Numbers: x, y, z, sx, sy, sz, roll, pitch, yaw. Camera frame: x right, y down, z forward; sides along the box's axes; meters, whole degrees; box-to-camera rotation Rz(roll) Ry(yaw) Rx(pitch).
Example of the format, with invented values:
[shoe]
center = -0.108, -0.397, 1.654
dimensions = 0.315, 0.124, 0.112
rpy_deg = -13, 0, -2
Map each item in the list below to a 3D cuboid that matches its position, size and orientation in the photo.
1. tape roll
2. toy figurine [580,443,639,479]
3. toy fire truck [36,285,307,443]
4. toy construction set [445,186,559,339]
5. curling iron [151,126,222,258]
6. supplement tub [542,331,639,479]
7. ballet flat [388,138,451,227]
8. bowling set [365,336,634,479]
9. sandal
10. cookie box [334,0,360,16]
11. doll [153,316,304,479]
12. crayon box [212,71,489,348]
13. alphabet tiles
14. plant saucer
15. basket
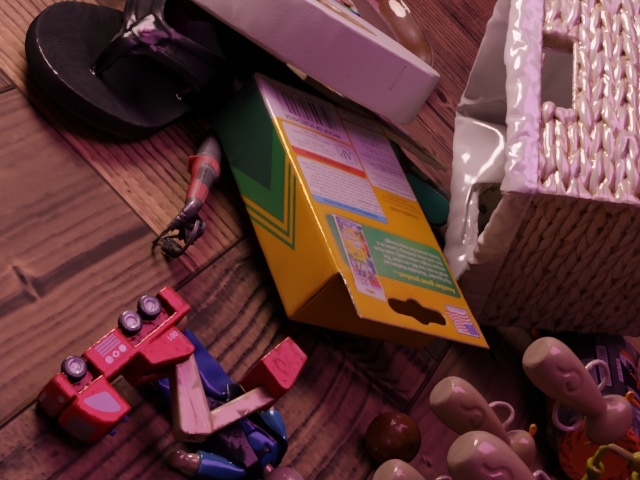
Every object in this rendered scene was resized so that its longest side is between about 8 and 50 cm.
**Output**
[tape roll]
center = -0.037, -0.264, 1.467
dimensions = 0.392, 0.072, 0.392
rpy_deg = 32, 11, -7
[toy figurine]
center = 0.365, 0.365, 1.265
dimensions = 0.363, 0.191, 0.217
rpy_deg = 23, 40, -36
[toy fire truck]
center = -0.114, 0.112, 0.999
dimensions = 0.135, 0.047, 0.192
rpy_deg = 46, 48, 3
[toy construction set]
center = 0.307, 0.015, 1.705
dimensions = 0.328, 0.151, 0.215
rpy_deg = 35, 27, 2
[curling iron]
center = -0.127, -0.062, 1.281
dimensions = 0.035, 0.068, 0.274
rpy_deg = 37, 23, -16
[supplement tub]
center = 0.323, 0.195, 1.499
dimensions = 0.117, 0.117, 0.190
rpy_deg = 38, 29, -17
[ballet flat]
center = 0.092, -0.086, 1.627
dimensions = 0.188, 0.070, 0.070
rpy_deg = 46, 27, -5
[bowling set]
center = 0.146, 0.215, 1.166
dimensions = 0.154, 0.287, 0.200
rpy_deg = 42, -7, -23
[sandal]
center = -0.154, -0.211, 1.379
dimensions = 0.167, 0.107, 0.446
rpy_deg = 52, 26, 11
[cookie box]
center = -0.014, -0.301, 1.718
dimensions = 0.107, 0.092, 0.040
rpy_deg = 12, 40, -49
[doll]
center = -0.084, 0.152, 1.055
dimensions = 0.189, 0.046, 0.129
rpy_deg = 48, 38, 8
[crayon box]
center = 0.027, -0.010, 1.318
dimensions = 0.203, 0.083, 0.323
rpy_deg = 17, 39, -44
[alphabet tiles]
center = 0.009, -0.197, 1.578
dimensions = 0.343, 0.011, 0.285
rpy_deg = 30, 12, -35
[plant saucer]
center = 0.044, -0.355, 1.922
dimensions = 0.311, 0.050, 0.310
rpy_deg = 35, 28, -22
[basket]
center = 0.301, -0.089, 1.460
dimensions = 0.267, 0.331, 0.328
rpy_deg = 10, 60, -4
